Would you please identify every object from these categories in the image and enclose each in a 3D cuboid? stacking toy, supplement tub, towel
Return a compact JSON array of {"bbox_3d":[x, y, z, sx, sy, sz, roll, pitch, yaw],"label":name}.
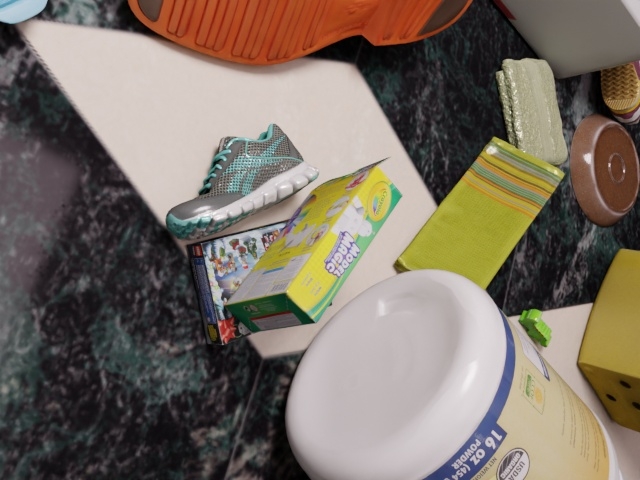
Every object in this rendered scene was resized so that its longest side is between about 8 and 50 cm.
[{"bbox_3d":[0.204,0.112,0.955,0.221,0.052,0.167,49,58,-27],"label":"stacking toy"},{"bbox_3d":[0.144,0.202,0.780,0.316,0.228,0.228,44,60,-29],"label":"supplement tub"},{"bbox_3d":[0.280,-0.166,1.057,0.110,0.027,0.148,-14,96,-39],"label":"towel"},{"bbox_3d":[0.188,-0.029,0.926,0.237,0.102,0.021,-48,154,-32],"label":"towel"}]

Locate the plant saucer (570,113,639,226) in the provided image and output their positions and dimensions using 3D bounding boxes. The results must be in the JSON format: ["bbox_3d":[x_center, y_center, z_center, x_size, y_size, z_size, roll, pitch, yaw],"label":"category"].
[{"bbox_3d":[0.423,-0.104,1.174,0.168,0.029,0.168,5,83,-41],"label":"plant saucer"}]

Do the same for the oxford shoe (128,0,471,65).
[{"bbox_3d":[-0.022,-0.261,0.771,0.363,0.130,0.133,-10,60,-34],"label":"oxford shoe"}]

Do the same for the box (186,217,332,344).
[{"bbox_3d":[-0.054,0.034,0.755,0.137,0.027,0.094,-17,98,-40],"label":"box"}]

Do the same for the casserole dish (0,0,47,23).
[{"bbox_3d":[-0.271,-0.244,0.585,0.114,0.037,0.188,-42,112,-34],"label":"casserole dish"}]

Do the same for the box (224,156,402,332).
[{"bbox_3d":[0.000,0.000,0.716,0.043,0.105,0.179,46,58,-20],"label":"box"}]

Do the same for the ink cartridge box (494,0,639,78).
[{"bbox_3d":[0.357,-0.459,1.057,0.279,0.160,0.385,37,64,-33],"label":"ink cartridge box"}]

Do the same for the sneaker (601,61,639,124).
[{"bbox_3d":[0.452,-0.264,1.194,0.084,0.069,0.186,30,65,-55],"label":"sneaker"}]

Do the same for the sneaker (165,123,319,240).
[{"bbox_3d":[-0.080,-0.056,0.729,0.166,0.065,0.076,-30,89,-41],"label":"sneaker"}]

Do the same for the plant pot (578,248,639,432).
[{"bbox_3d":[0.485,0.160,1.105,0.187,0.212,0.212,-45,116,-18],"label":"plant pot"}]
